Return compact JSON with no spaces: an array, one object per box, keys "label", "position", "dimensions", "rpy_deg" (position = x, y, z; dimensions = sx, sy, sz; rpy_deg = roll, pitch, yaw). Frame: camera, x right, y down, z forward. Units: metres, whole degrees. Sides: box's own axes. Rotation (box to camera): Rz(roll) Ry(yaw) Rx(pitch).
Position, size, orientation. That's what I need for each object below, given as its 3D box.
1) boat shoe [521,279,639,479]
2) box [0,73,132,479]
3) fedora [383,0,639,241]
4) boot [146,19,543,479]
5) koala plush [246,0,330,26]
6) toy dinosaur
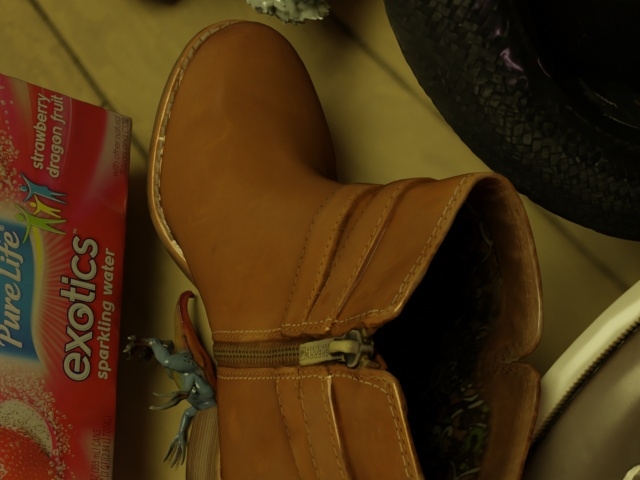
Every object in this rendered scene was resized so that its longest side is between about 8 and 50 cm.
[{"label":"boat shoe","position":[0.194,0.038,0.413],"dimensions":[0.324,0.116,0.096],"rpy_deg":[-42,52,1]},{"label":"box","position":[-0.191,0.046,0.600],"dimensions":[0.123,0.128,0.256],"rpy_deg":[-28,54,45]},{"label":"fedora","position":[0.151,-0.169,0.472],"dimensions":[0.334,0.334,0.152],"rpy_deg":[-55,24,-1]},{"label":"boot","position":[0.000,0.000,0.479],"dimensions":[0.220,0.109,0.283],"rpy_deg":[149,128,-61]},{"label":"koala plush","position":[-0.050,-0.226,0.635],"dimensions":[0.221,0.203,0.196],"rpy_deg":[35,90,24]},{"label":"toy dinosaur","position":[-0.066,0.075,0.592],"dimensions":[0.082,0.047,0.090],"rpy_deg":[27,73,17]}]
